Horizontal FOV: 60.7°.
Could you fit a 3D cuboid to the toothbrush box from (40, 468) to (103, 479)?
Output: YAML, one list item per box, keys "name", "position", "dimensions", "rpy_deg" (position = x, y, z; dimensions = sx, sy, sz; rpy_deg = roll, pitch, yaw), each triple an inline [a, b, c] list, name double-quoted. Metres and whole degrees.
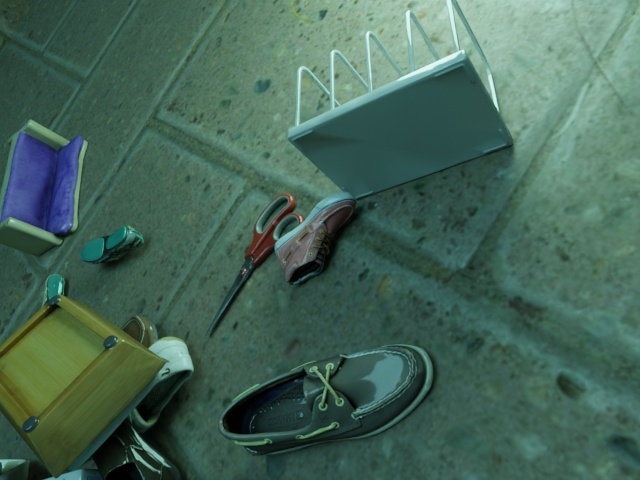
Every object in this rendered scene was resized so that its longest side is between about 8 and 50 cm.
- name: "toothbrush box"
  position: [-0.431, 0.556, 0.913]
  dimensions: [0.216, 0.126, 0.295]
  rpy_deg: [-25, 55, 26]

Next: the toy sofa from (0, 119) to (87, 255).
- name: "toy sofa"
  position: [-0.777, -0.157, 1.513]
  dimensions: [0.177, 0.150, 0.362]
  rpy_deg: [-26, 55, 26]

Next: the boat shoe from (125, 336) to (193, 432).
- name: "boat shoe"
  position: [-0.337, 0.302, 0.989]
  dimensions: [0.277, 0.098, 0.096]
  rpy_deg: [-49, 48, 5]

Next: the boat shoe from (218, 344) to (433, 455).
- name: "boat shoe"
  position: [0.000, 0.225, 0.775]
  dimensions: [0.324, 0.097, 0.116]
  rpy_deg: [-26, 54, 24]

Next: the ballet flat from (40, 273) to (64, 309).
- name: "ballet flat"
  position: [-0.654, 0.163, 1.337]
  dimensions: [0.052, 0.057, 0.168]
  rpy_deg: [-50, 37, 44]

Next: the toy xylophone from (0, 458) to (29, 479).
- name: "toy xylophone"
  position: [-0.615, 0.515, 1.011]
  dimensions: [0.322, 0.081, 0.236]
  rpy_deg: [125, 145, -63]

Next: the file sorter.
- name: "file sorter"
  position: [0.119, -0.218, 0.848]
  dimensions: [0.278, 0.193, 0.173]
  rpy_deg: [-17, 55, 29]

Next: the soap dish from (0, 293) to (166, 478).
- name: "soap dish"
  position: [-0.438, 0.225, 0.935]
  dimensions: [0.291, 0.118, 0.229]
  rpy_deg: [19, 57, 39]

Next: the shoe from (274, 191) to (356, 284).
- name: "shoe"
  position: [0.000, 0.000, 0.915]
  dimensions: [0.178, 0.063, 0.081]
  rpy_deg: [-38, 52, 22]

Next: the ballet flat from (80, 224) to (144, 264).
- name: "ballet flat"
  position: [-0.476, 0.019, 1.259]
  dimensions: [0.188, 0.070, 0.070]
  rpy_deg: [-17, 59, 35]

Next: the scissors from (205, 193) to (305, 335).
- name: "scissors"
  position: [-0.137, 0.041, 1.026]
  dimensions: [0.297, 0.021, 0.109]
  rpy_deg: [-49, 51, 8]

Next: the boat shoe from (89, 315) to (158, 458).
- name: "boat shoe"
  position: [-0.433, 0.287, 1.055]
  dimensions: [0.123, 0.116, 0.324]
  rpy_deg: [30, 88, 42]

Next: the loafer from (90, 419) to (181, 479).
- name: "loafer"
  position: [-0.335, 0.362, 0.910]
  dimensions: [0.220, 0.078, 0.080]
  rpy_deg: [27, 104, 14]
